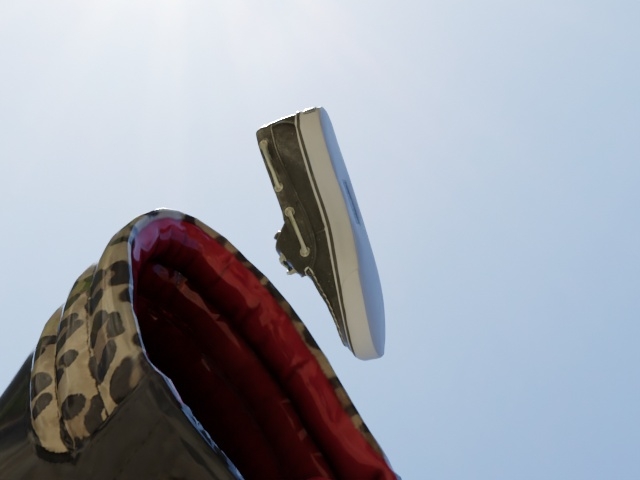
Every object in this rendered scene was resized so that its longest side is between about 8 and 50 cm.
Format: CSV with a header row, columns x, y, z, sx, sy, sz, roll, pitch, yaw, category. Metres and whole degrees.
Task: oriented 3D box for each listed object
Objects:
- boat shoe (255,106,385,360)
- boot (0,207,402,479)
x,y,z,sx,sy,sz,roll,pitch,yaw,category
0.000,0.000,1.529,0.070,0.078,0.219,-18,-103,12,boat shoe
-0.088,0.189,0.616,0.284,0.138,0.377,-46,-143,19,boot
